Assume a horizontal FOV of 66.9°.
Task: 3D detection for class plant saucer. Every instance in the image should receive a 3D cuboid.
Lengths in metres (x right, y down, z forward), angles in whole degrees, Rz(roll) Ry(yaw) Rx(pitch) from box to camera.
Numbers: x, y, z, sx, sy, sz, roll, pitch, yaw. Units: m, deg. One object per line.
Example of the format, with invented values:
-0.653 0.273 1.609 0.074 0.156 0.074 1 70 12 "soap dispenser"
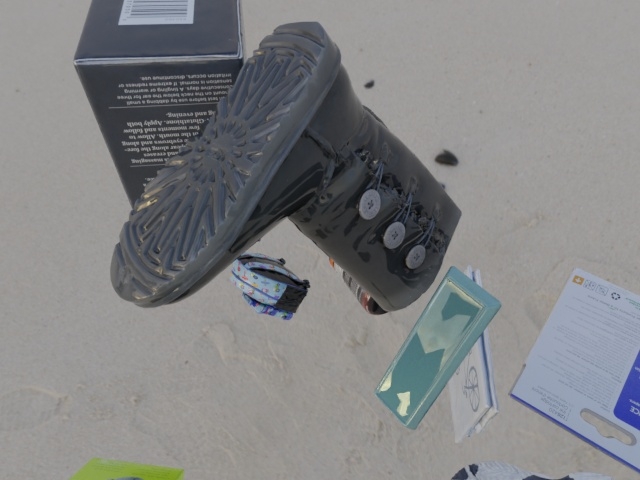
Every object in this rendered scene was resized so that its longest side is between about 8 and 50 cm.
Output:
0.119 0.124 0.533 0.067 0.018 0.192 42 119 33 "plant saucer"

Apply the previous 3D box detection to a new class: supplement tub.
0.085 0.048 0.966 0.106 0.106 0.198 -31 47 -6 "supplement tub"

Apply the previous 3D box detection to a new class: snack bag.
0.338 0.281 1.118 0.037 0.343 0.323 1 55 4 "snack bag"

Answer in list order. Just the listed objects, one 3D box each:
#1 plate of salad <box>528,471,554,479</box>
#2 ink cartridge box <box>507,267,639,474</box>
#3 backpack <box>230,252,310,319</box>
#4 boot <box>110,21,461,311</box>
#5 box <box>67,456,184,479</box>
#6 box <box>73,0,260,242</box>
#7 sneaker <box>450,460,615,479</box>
0.525 0.668 1.187 0.199 0.048 0.200 -17 31 11 "plate of salad"
0.530 0.236 0.845 0.303 0.072 0.307 29 67 25 "ink cartridge box"
-0.136 0.101 1.145 0.158 0.173 0.117 37 101 47 "backpack"
0.002 -0.001 0.676 0.367 0.445 0.146 -51 51 1 "boot"
-0.208 0.265 0.440 0.108 0.178 0.043 5 93 5 "box"
-0.222 -0.216 0.825 0.211 0.396 0.294 -4 54 -7 "box"
0.314 0.413 0.703 0.234 0.153 0.094 -9 16 18 "sneaker"
